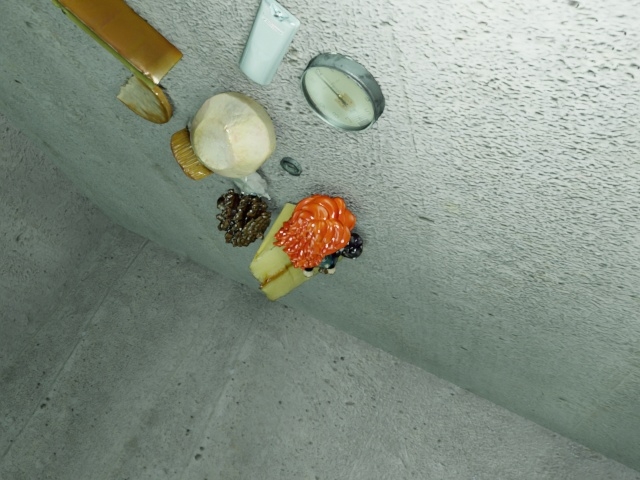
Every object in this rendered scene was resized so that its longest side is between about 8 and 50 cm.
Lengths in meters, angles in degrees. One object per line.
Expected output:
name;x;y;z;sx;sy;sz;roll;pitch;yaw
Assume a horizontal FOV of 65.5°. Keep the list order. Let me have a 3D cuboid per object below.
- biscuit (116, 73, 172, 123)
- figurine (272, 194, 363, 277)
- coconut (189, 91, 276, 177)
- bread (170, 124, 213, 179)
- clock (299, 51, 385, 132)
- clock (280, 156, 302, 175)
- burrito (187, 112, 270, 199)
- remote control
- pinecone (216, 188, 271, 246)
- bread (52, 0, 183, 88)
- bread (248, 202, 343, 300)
biscuit;-0.645;-0.522;1.856;0.204;0.040;0.309;43;156;-25
figurine;0.008;0.004;1.844;0.306;0.241;0.412;-8;150;20
coconut;-0.266;-0.324;1.533;0.259;0.259;0.259;27;158;12
bread;-0.481;-0.323;1.859;0.199;0.104;0.199;62;-172;-16
clock;0.052;-0.366;1.255;0.226;0.049;0.226;26;158;11
clock;-0.102;-0.257;1.732;0.085;0.017;0.085;27;158;12
burrito;-0.333;-0.294;1.849;0.139;0.101;0.445;14;154;46
remote control;-0.141;-0.487;1.252;0.103;0.051;0.293;36;157;-10
pinecone;-0.328;-0.094;2.107;0.257;0.243;0.243;47;174;43
bread;-0.592;-0.619;1.453;0.361;0.138;0.077;40;159;-19
bread;-0.108;0.085;2.069;0.242;0.405;0.346;28;173;38
